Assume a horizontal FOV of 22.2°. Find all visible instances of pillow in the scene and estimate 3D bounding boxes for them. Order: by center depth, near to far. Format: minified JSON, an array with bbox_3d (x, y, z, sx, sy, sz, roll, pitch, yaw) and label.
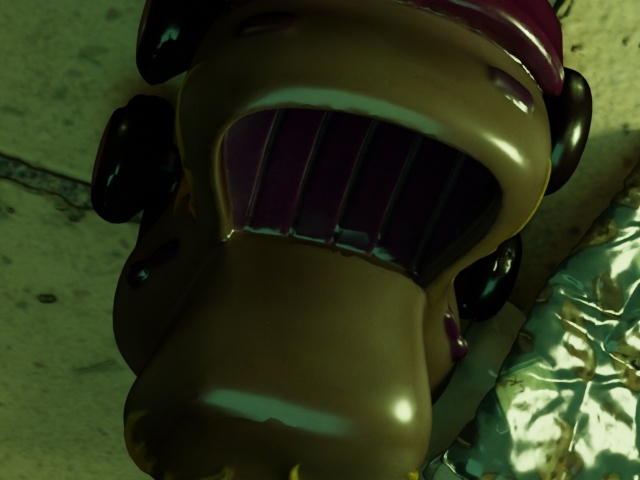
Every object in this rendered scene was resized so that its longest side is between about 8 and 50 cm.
[{"bbox_3d":[0.205,0.079,1.006,0.189,0.034,0.255,38,80,-21],"label":"pillow"}]

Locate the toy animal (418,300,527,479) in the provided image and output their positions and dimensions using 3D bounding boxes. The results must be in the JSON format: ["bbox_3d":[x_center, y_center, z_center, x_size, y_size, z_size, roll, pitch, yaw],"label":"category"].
[{"bbox_3d":[0.125,0.198,1.131,0.208,0.154,0.325,24,123,2],"label":"toy animal"}]

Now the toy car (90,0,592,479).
[{"bbox_3d":[0.000,0.000,0.929,0.271,0.240,0.340,15,134,-7],"label":"toy car"}]
